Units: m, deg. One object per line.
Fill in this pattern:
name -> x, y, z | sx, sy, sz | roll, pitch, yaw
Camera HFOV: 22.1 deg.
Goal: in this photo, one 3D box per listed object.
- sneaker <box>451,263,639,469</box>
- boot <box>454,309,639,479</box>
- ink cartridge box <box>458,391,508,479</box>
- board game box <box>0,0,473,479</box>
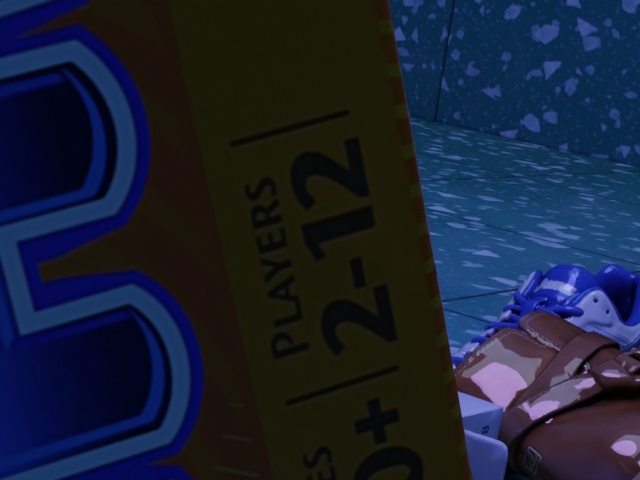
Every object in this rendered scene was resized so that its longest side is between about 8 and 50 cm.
sneaker -> 0.142, 0.079, 1.168 | 0.111, 0.131, 0.296 | 18, 15, 35
boot -> 0.228, 0.117, 1.046 | 0.220, 0.109, 0.283 | 30, 35, 33
ink cartridge box -> 0.031, 0.127, 0.886 | 0.180, 0.104, 0.060 | 17, 12, 35
board game box -> -0.197, -0.010, 0.474 | 0.356, 0.357, 0.356 | -16, 17, -15
